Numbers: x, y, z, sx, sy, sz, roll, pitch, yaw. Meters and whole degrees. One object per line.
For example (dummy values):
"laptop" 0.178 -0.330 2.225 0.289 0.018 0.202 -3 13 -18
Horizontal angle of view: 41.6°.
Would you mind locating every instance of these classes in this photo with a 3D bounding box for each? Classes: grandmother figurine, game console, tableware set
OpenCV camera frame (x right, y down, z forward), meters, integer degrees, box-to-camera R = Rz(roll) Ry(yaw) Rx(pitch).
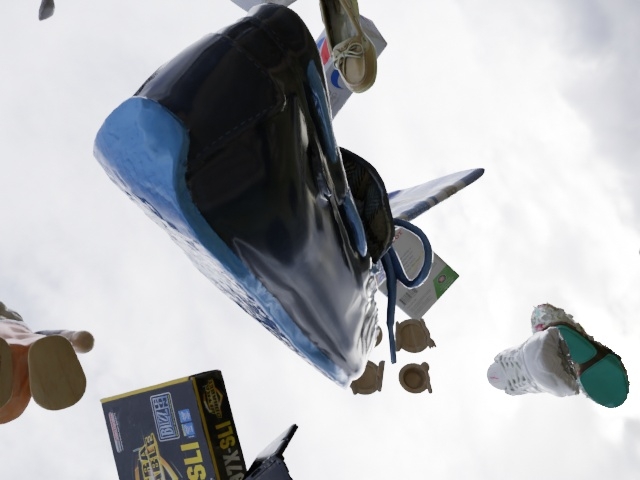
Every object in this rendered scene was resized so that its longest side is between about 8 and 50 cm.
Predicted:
"grandmother figurine" -0.368 0.126 0.953 0.208 0.342 0.104 12 -95 -24
"game console" -0.061 0.345 1.229 0.071 0.122 0.107 40 -140 -3
"tableware set" 0.118 0.196 1.433 0.169 0.020 0.141 1 -119 -7

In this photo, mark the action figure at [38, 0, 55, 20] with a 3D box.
"action figure" -0.519 -0.507 1.358 0.341 0.178 0.330 -6 -125 -42

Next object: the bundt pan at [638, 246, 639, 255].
"bundt pan" 0.671 0.034 1.369 0.124 0.331 0.330 -26 -86 -40

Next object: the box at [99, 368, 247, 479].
"box" -0.240 0.401 1.445 0.079 0.257 0.322 -7 -100 -54

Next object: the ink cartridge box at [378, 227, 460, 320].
"ink cartridge box" 0.191 0.062 1.967 0.212 0.093 0.154 41 -86 -20

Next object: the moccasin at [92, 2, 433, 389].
"moccasin" 0.000 0.000 0.486 0.138 0.342 0.117 37 -100 17

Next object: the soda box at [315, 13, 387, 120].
"soda box" 0.009 -0.250 1.309 0.069 0.216 0.074 15 -145 -36

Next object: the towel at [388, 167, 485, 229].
"towel" 0.099 -0.041 1.304 0.285 0.209 0.034 -29 -82 -38

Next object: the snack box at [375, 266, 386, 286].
"snack box" 0.096 0.040 1.644 0.064 0.022 0.178 -45 -31 -21

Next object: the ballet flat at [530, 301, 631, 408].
"ballet flat" 0.409 0.173 1.324 0.241 0.091 0.077 45 -164 -29

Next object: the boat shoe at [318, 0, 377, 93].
"boat shoe" 0.029 -0.252 1.033 0.048 0.056 0.153 10 -115 -53

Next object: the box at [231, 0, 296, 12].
"box" 0.036 -0.398 0.881 0.058 0.232 0.322 35 -124 16

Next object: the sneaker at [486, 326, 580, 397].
"sneaker" 0.275 0.173 1.110 0.232 0.115 0.090 31 -138 -70
